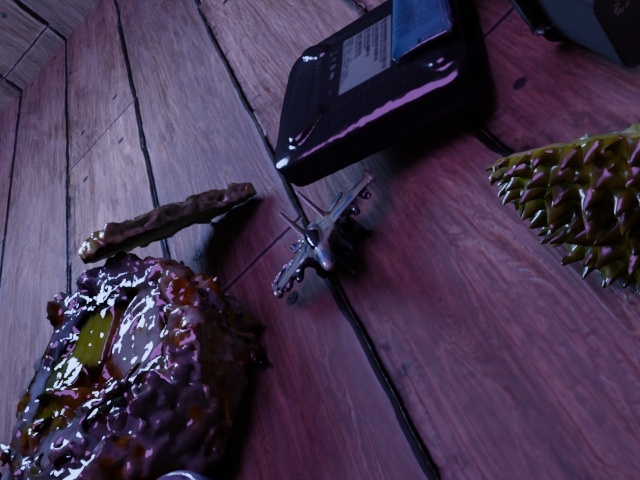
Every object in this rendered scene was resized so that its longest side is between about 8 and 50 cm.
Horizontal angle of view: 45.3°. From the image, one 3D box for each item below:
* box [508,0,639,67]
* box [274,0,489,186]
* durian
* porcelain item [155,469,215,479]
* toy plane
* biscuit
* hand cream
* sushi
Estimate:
[{"bbox_3d":[0.314,-0.295,0.752,0.243,0.163,0.135,-46,44,9],"label":"box"},{"bbox_3d":[0.071,-0.217,0.997,0.289,0.073,0.290,-23,37,25],"label":"box"},{"bbox_3d":[0.270,-0.059,0.594,0.352,0.158,0.169,-4,45,53],"label":"durian"},{"bbox_3d":[-0.118,0.309,0.744,0.147,0.114,0.147,-29,43,30],"label":"porcelain item"},{"bbox_3d":[0.009,0.007,0.880,0.192,0.088,0.262,-50,19,8],"label":"toy plane"},{"bbox_3d":[-0.239,-0.019,1.110,0.273,0.036,0.187,-24,-1,-45],"label":"biscuit"},{"bbox_3d":[0.121,-0.304,0.950,0.083,0.048,0.224,-23,43,27],"label":"hand cream"},{"bbox_3d":[-0.259,0.192,0.961,0.417,0.176,0.417,-31,39,29],"label":"sushi"}]
